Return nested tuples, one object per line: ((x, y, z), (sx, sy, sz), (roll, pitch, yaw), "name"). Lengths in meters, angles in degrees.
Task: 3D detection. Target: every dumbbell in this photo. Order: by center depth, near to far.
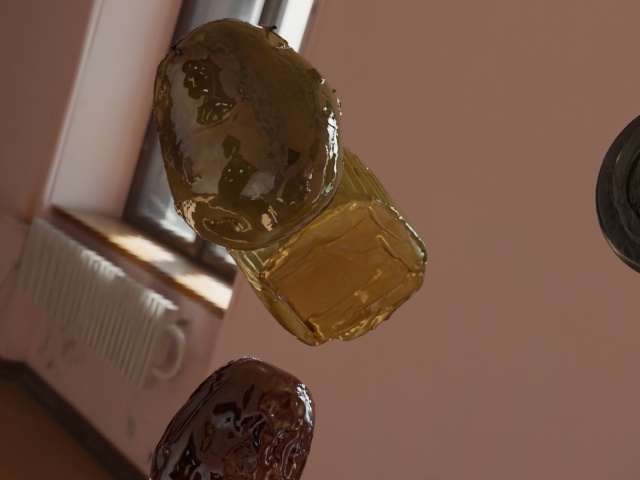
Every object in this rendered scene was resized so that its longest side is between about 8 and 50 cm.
((0.386, -0.031, 0.958), (0.192, 0.192, 0.290), (24, 1, 41), "dumbbell")

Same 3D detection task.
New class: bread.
((0.000, 0.000, 1.015), (0.250, 0.179, 0.133), (43, 17, -54), "bread")

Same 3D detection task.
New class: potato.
((-0.051, -0.073, 0.693), (0.137, 0.176, 0.137), (-11, -23, -5), "potato")

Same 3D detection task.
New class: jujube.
((-0.112, 0.275, 1.250), (0.183, 0.243, 0.183), (25, -17, 8), "jujube")
